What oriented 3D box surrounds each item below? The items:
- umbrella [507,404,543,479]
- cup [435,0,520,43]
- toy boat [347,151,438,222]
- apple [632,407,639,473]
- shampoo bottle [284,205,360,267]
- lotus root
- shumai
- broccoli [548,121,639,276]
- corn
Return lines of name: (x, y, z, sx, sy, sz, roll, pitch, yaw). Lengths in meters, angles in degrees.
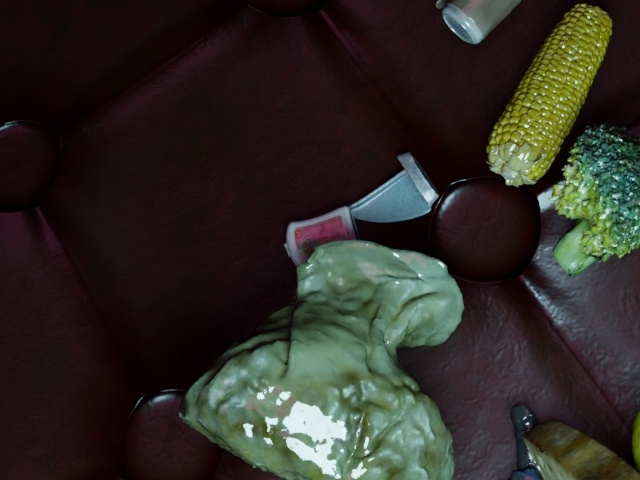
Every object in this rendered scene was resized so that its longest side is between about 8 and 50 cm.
umbrella: (0.252, 0.319, 1.480, 0.071, 0.071, 0.248, -1, 67, 15)
cup: (0.211, -0.333, 1.711, 0.102, 0.074, 0.099, 42, 86, 23)
toy boat: (0.092, -0.053, 1.674, 0.122, 0.034, 0.096, -36, 62, 10)
apple: (0.441, 0.235, 1.390, 0.196, 0.196, 0.196, -5, 70, 13)
shampoo bottle: (0.000, 0.000, 1.664, 0.099, 0.043, 0.072, -15, 86, 10)
lotus root: (0.331, 0.318, 1.394, 0.074, 0.170, 0.261, -27, 84, -14)
shumai: (0.014, 0.131, 1.469, 0.292, 0.330, 0.288, 17, 89, 63)
broccoli: (0.358, -0.029, 1.533, 0.194, 0.220, 0.194, 6, 114, 13)
corn: (0.301, -0.190, 1.630, 0.091, 0.091, 0.260, 26, 76, 24)
